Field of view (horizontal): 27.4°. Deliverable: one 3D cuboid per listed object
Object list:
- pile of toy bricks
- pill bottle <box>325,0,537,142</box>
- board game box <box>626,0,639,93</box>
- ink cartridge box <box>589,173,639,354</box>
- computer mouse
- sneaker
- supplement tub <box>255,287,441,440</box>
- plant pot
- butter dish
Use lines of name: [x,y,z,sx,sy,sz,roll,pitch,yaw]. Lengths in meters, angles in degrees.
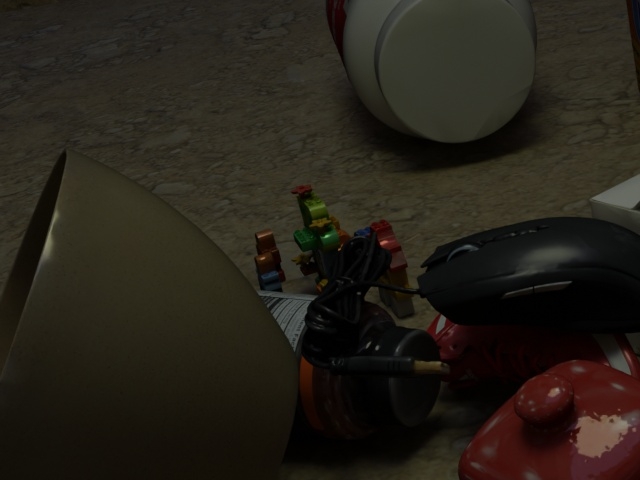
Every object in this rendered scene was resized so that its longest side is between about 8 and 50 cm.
pile of toy bricks: [0.000,0.000,1.203,0.118,0.105,0.212,-18,22,-13]
pill bottle: [0.132,-0.257,1.596,0.229,0.229,0.408,-13,21,0]
board game box: [0.511,-0.301,1.314,0.356,0.356,0.356,-11,22,4]
ink cartridge box: [0.269,0.008,0.977,0.092,0.143,0.090,-25,25,-29]
computer mouse: [0.113,0.032,0.880,0.262,0.060,0.184,3,27,18]
sneaker: [0.155,0.095,0.959,0.128,0.087,0.221,-32,24,3]
supplement tub: [-0.010,0.093,0.983,0.197,0.106,0.106,4,27,35]
plant pot: [-0.126,0.105,0.863,0.190,0.284,0.284,20,15,-16]
butter dish: [0.148,0.126,0.758,0.160,0.118,0.160,-40,28,-15]
